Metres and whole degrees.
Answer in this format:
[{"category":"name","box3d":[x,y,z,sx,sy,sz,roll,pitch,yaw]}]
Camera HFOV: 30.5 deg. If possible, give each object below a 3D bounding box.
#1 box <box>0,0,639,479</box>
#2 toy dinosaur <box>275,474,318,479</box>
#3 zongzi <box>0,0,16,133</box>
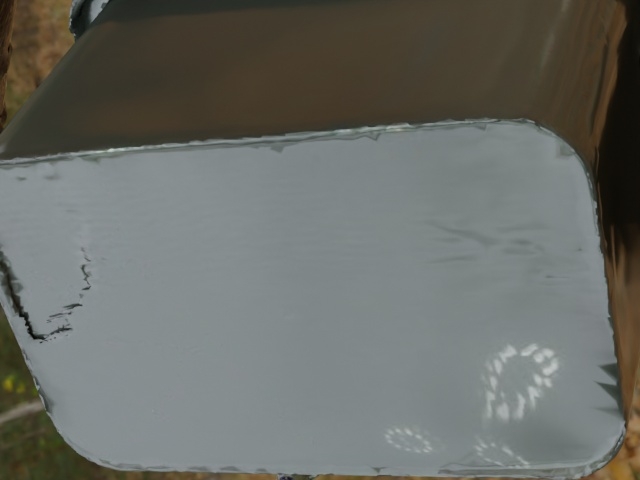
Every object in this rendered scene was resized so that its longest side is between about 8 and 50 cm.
[{"category":"box","box3d":[0.005,-0.010,0.405,0.135,0.243,0.163,-62,-35,-52]},{"category":"toy dinosaur","box3d":[-0.020,0.255,1.191,0.058,0.037,0.180,-39,57,26]},{"category":"zongzi","box3d":[-0.434,-0.170,1.303,0.319,0.362,0.383,33,156,7]}]
